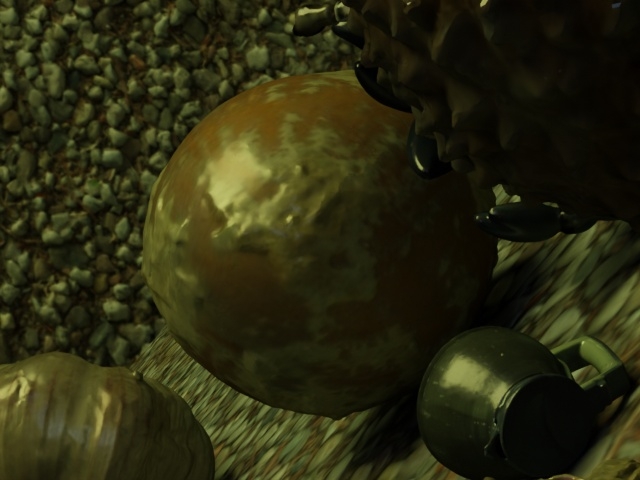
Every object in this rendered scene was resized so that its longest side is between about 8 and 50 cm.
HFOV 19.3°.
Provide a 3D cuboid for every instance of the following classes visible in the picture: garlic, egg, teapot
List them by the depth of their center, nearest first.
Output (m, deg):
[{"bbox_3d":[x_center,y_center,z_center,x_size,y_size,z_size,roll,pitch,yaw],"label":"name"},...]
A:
[{"bbox_3d":[0.089,0.067,0.783,0.088,0.066,0.057,-27,20,-19],"label":"teapot"},{"bbox_3d":[0.000,0.000,1.074,0.203,0.203,0.245,-47,-12,9],"label":"egg"},{"bbox_3d":[-0.185,0.201,1.374,0.218,0.219,0.212,142,139,-59],"label":"garlic"}]

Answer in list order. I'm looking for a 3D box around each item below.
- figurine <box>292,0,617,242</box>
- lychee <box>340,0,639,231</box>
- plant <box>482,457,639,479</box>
[{"bbox_3d":[0.131,-0.112,0.912,0.265,0.197,0.175,-39,8,39],"label":"figurine"},{"bbox_3d":[0.146,-0.133,0.666,0.300,0.300,0.300,-47,6,7],"label":"lychee"},{"bbox_3d":[0.071,0.128,0.538,0.116,0.104,0.122,-12,-52,-31],"label":"plant"}]
